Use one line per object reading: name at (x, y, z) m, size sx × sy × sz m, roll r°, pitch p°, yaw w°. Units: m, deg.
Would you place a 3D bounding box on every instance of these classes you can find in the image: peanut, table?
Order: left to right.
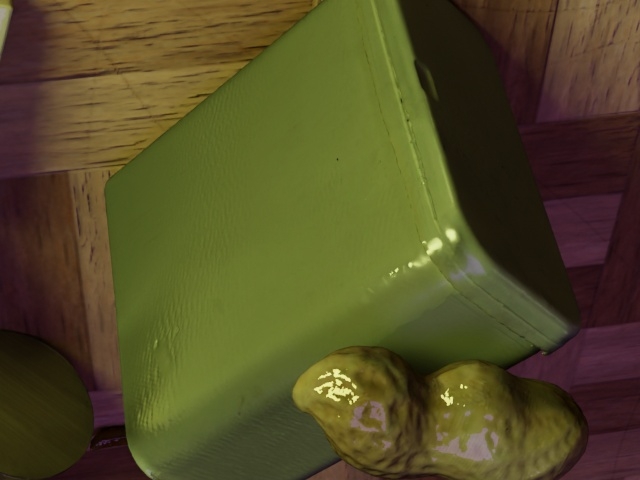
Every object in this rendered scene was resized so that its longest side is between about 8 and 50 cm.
table at (-0.359, 0.221, 1.506) m, size 0.167 × 0.167 × 0.226 m, roll 17°, pitch 136°, yaw -30°
peanut at (0.085, 0.127, 1.044) m, size 0.228 × 0.085 × 0.104 m, roll 10°, pitch 128°, yaw -21°

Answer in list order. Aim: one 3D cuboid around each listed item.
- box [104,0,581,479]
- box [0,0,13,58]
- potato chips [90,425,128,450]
box at (0.000, 0.000, 1.209) m, size 0.344 × 0.352 × 0.177 m, roll -36°, pitch 135°, yaw 25°
box at (-0.433, -0.128, 1.116) m, size 0.353 × 0.069 × 0.214 m, roll 9°, pitch 116°, yaw -23°
potato chips at (-0.156, 0.219, 1.647) m, size 0.204 × 0.037 × 0.026 m, roll 0°, pitch 127°, yaw -9°
